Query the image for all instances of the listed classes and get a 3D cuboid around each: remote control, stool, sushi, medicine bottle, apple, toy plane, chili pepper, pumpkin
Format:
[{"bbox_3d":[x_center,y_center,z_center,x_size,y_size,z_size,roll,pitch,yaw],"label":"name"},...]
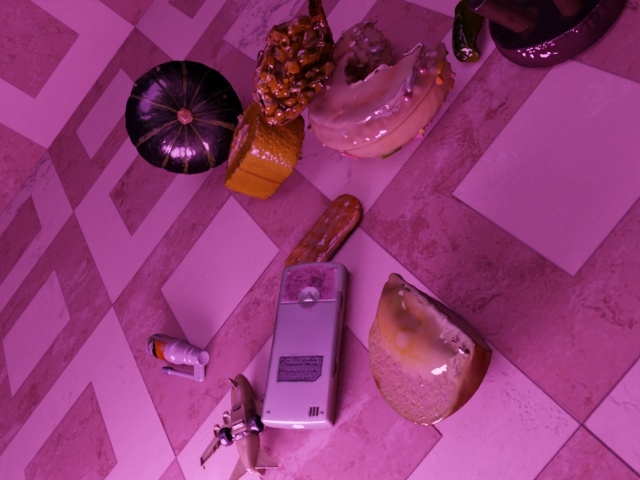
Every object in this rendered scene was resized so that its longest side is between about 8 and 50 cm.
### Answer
[{"bbox_3d":[-0.026,0.201,1.425,0.145,0.050,0.344,-4,59,19],"label":"remote control"},{"bbox_3d":[0.418,-0.485,1.354,0.272,0.178,0.272,-25,50,34],"label":"stool"},{"bbox_3d":[-0.056,-0.400,1.595,0.296,0.167,0.179,-51,8,1],"label":"sushi"},{"bbox_3d":[-0.348,0.285,1.741,0.221,0.061,0.092,2,91,48],"label":"medicine bottle"},{"bbox_3d":[0.177,0.196,1.195,0.265,0.120,0.193,42,110,54],"label":"apple"},{"bbox_3d":[-0.152,0.368,1.447,0.229,0.092,0.244,-27,48,11],"label":"toy plane"},{"bbox_3d":[0.318,-0.473,1.544,0.072,0.073,0.204,-26,45,52],"label":"chili pepper"},{"bbox_3d":[-0.375,-0.338,1.980,0.323,0.323,0.241,-63,15,-8],"label":"pumpkin"}]

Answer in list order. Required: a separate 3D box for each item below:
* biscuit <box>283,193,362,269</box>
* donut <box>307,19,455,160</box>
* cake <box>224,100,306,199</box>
[{"bbox_3d":[0.000,0.000,1.584,0.247,0.029,0.118,-51,38,7],"label":"biscuit"},{"bbox_3d":[0.117,-0.321,1.583,0.307,0.150,0.371,-53,37,3],"label":"donut"},{"bbox_3d":[-0.142,-0.224,1.760,0.260,0.156,0.179,-37,39,55],"label":"cake"}]
